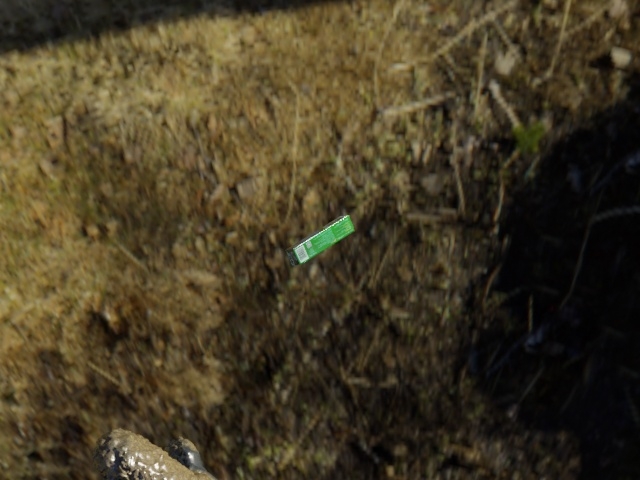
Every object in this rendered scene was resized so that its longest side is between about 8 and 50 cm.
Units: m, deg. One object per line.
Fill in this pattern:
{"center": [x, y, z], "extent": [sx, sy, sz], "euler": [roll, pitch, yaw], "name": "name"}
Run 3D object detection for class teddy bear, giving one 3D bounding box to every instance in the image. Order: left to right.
{"center": [-0.143, 0.296, 1.409], "extent": [0.129, 0.251, 0.181], "euler": [4, 74, 24], "name": "teddy bear"}

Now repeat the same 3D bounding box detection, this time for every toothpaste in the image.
{"center": [0.000, 0.000, 1.431], "extent": [0.083, 0.017, 0.020], "euler": [-32, 106, -33], "name": "toothpaste"}
